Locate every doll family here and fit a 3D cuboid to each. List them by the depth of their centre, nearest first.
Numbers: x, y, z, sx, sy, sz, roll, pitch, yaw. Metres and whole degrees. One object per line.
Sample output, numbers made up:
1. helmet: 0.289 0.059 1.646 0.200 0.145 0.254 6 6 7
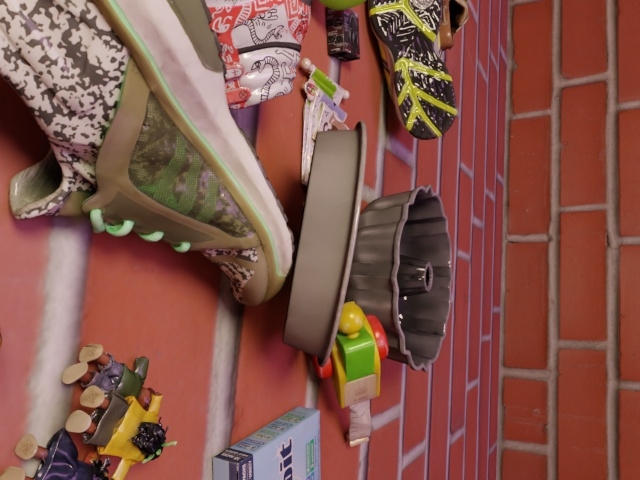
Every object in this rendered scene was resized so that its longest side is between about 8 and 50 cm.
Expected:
1. doll family: -0.178 0.184 0.402 0.193 0.076 0.111 -64 146 -30

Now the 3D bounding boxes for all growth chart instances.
1. growth chart: 0.013 -0.145 0.790 0.172 0.021 0.237 -2 93 -62

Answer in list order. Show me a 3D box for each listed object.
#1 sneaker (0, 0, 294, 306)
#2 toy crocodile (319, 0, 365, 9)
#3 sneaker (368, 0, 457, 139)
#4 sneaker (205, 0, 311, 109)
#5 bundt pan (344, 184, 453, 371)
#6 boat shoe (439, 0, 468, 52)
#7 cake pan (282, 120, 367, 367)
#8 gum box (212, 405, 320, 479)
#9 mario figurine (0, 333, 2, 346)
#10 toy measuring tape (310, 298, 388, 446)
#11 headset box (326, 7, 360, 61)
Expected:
1. sneaker: -0.155 -0.061 0.418 0.182 0.158 0.410 -32 138 -13
2. toy crocodile: -0.036 -0.428 0.615 0.340 0.105 0.115 47 50 -50
3. sneaker: 0.166 -0.389 0.985 0.147 0.145 0.385 -101 -177 -80
4. sneaker: -0.119 -0.202 0.478 0.270 0.090 0.145 -14 125 -44
5. bundt pan: 0.139 0.066 0.909 0.331 0.124 0.331 2 88 -61
6. boat shoe: 0.293 -0.535 1.186 0.122 0.120 0.324 59 42 -43
7. cake pan: 0.000 0.000 0.599 0.293 0.054 0.293 -171 -90 -87
8. gum box: -0.060 0.319 0.636 0.184 0.041 0.157 -4 94 -61
9. mario figurine: -0.281 -0.050 0.206 0.198 0.170 0.320 -111 -169 -55
10. toy measuring tape: 0.043 0.200 0.781 0.330 0.121 0.121 85 25 -44
11. headset box: 0.038 -0.344 0.820 0.062 0.032 0.083 -11 101 -60
